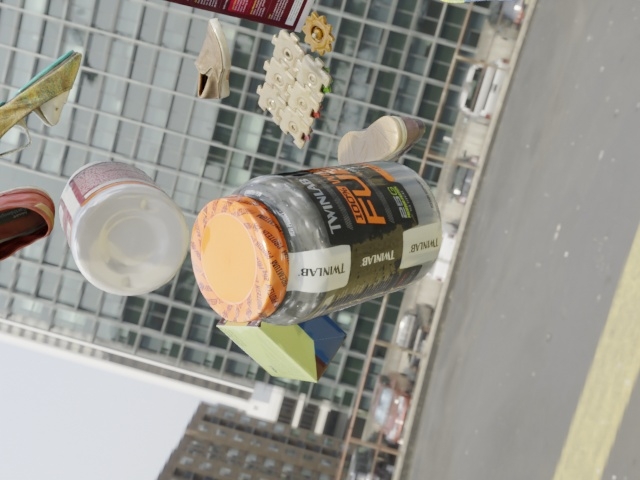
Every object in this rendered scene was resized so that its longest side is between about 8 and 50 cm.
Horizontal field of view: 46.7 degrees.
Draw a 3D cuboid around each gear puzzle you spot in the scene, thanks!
[{"bbox_3d":[-0.040,-0.361,1.595,0.044,0.175,0.339,-34,-16,-32],"label":"gear puzzle"}]

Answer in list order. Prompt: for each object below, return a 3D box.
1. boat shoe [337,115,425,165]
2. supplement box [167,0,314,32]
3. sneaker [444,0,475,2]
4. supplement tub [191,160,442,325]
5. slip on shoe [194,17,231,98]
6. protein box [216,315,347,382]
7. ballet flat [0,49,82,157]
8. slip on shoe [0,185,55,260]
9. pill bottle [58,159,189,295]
[{"bbox_3d":[0.125,-0.200,1.581,0.285,0.092,0.102,157,104,-65],"label":"boat shoe"},{"bbox_3d":[-0.122,-0.414,1.131,0.130,0.239,0.073,-60,36,39],"label":"supplement box"},{"bbox_3d":[0.189,-0.293,0.791,0.059,0.144,0.053,68,-148,-44],"label":"sneaker"},{"bbox_3d":[0.000,0.000,1.052,0.338,0.207,0.207,-14,-52,-45],"label":"supplement tub"},{"bbox_3d":[-0.147,-0.238,0.990,0.135,0.041,0.051,105,146,-64],"label":"slip on shoe"},{"bbox_3d":[-0.090,0.205,1.695,0.201,0.200,0.136,-9,41,56],"label":"protein box"},{"bbox_3d":[-0.623,-0.264,1.557,0.348,0.123,0.123,-42,-13,-20],"label":"ballet flat"},{"bbox_3d":[-0.605,0.002,1.237,0.101,0.331,0.123,40,147,52],"label":"slip on shoe"},{"bbox_3d":[-0.430,-0.046,1.570,0.392,0.224,0.224,34,111,62],"label":"pill bottle"}]
